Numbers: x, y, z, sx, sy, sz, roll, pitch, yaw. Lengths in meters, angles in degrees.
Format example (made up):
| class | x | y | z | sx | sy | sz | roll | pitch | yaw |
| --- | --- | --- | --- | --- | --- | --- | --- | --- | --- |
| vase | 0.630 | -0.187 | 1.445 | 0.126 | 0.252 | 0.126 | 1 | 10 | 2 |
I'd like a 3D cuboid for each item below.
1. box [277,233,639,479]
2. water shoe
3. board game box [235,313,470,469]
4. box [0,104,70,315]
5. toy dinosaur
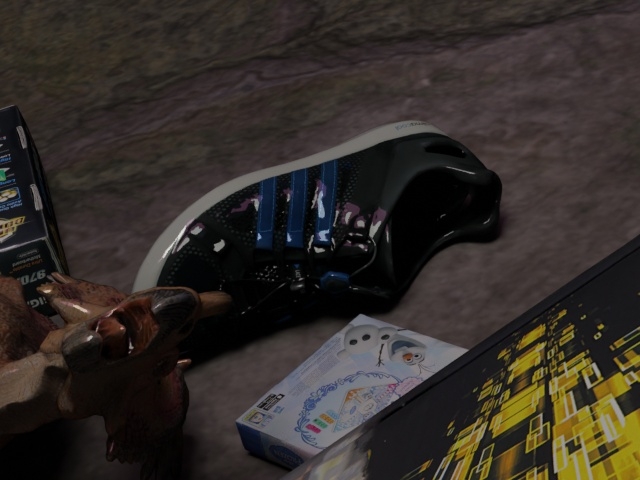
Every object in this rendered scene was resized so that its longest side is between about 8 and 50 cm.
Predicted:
| class | x | y | z | sx | sy | sz | roll | pitch | yaw |
| --- | --- | --- | --- | --- | --- | --- | --- | --- | --- |
| box | 0.070 | 0.161 | 0.342 | 0.318 | 0.097 | 0.395 | -41 | 23 | 42 |
| water shoe | 0.000 | 0.000 | 0.853 | 0.203 | 0.073 | 0.080 | -31 | 37 | -22 |
| board game box | 0.024 | 0.075 | 0.774 | 0.090 | 0.020 | 0.090 | 16 | 44 | 42 |
| box | -0.260 | 0.010 | 0.974 | 0.220 | 0.051 | 0.175 | -19 | 32 | -6 |
| toy dinosaur | -0.160 | 0.056 | 0.795 | 0.200 | 0.127 | 0.295 | -27 | 29 | -16 |
